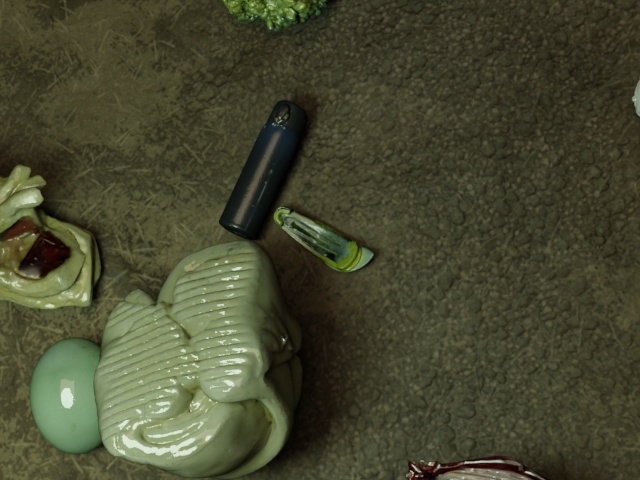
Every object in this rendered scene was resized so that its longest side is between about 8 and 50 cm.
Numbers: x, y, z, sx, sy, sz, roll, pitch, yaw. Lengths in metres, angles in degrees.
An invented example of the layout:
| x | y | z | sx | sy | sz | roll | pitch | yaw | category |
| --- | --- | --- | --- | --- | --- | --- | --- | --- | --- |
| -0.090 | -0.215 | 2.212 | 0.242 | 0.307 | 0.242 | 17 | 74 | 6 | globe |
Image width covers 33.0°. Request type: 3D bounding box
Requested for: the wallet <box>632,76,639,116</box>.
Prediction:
| x | y | z | sx | sy | sz | roll | pitch | yaw | category |
| --- | --- | --- | --- | --- | --- | --- | --- | --- | --- |
| 0.606 | -0.230 | 1.757 | 0.190 | 0.033 | 0.095 | 10 | 75 | 15 | wallet |

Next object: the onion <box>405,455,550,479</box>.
| x | y | z | sx | sy | sz | roll | pitch | yaw | category |
| --- | --- | --- | --- | --- | --- | --- | --- | --- | --- |
| 0.247 | 0.411 | 1.592 | 0.283 | 0.120 | 0.227 | 39 | 99 | 13 | onion |

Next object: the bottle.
| x | y | z | sx | sy | sz | roll | pitch | yaw | category |
| --- | --- | --- | --- | --- | --- | --- | --- | --- | --- |
| -0.096 | -0.124 | 1.860 | 0.072 | 0.082 | 0.244 | 20 | 79 | 20 | bottle |

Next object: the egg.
| x | y | z | sx | sy | sz | roll | pitch | yaw | category |
| --- | --- | --- | --- | --- | --- | --- | --- | --- | --- |
| -0.402 | 0.255 | 1.779 | 0.149 | 0.149 | 0.192 | -9 | 71 | 10 | egg |

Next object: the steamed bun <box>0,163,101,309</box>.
| x | y | z | sx | sy | sz | roll | pitch | yaw | category |
| --- | --- | --- | --- | --- | --- | --- | --- | --- | --- |
| -0.587 | -0.025 | 1.895 | 0.428 | 0.189 | 0.247 | 9 | 68 | 16 | steamed bun |

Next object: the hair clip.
| x | y | z | sx | sy | sz | roll | pitch | yaw | category |
| --- | --- | --- | --- | --- | --- | --- | --- | --- | --- |
| 0.000 | 0.000 | 1.826 | 0.188 | 0.033 | 0.060 | 32 | 85 | 17 | hair clip |

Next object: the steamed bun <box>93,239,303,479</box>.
| x | y | z | sx | sy | sz | roll | pitch | yaw | category |
| --- | --- | --- | --- | --- | --- | --- | --- | --- | --- |
| -0.170 | 0.217 | 1.686 | 0.343 | 0.255 | 0.367 | -21 | 43 | 20 | steamed bun |

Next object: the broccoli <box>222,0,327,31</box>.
| x | y | z | sx | sy | sz | roll | pitch | yaw | category |
| --- | --- | --- | --- | --- | --- | --- | --- | --- | --- |
| -0.104 | -0.511 | 1.892 | 0.247 | 0.243 | 0.263 | -48 | 64 | 10 | broccoli |
